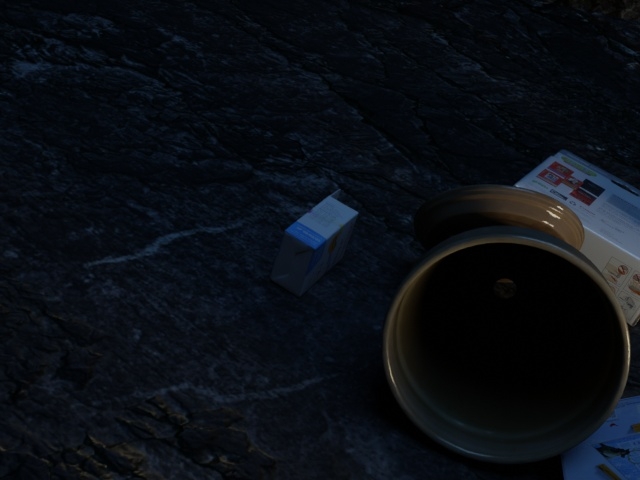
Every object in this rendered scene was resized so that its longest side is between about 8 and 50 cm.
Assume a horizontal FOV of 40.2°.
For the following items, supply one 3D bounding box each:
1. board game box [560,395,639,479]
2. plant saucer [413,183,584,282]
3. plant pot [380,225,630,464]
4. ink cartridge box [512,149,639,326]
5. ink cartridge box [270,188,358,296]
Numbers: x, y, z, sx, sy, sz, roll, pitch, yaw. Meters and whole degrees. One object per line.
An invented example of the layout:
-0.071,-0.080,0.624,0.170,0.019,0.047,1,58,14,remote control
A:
0.474,0.322,1.101,0.318,0.066,0.318,-15,32,18,board game box
0.289,-0.001,1.438,0.278,0.278,0.041,15,62,-5,plant saucer
0.264,0.109,1.264,0.323,0.323,0.280,23,20,5,plant pot
0.522,-0.019,1.660,0.309,0.130,0.272,34,36,19,ink cartridge box
0.000,0.000,1.422,0.061,0.104,0.181,31,38,15,ink cartridge box
